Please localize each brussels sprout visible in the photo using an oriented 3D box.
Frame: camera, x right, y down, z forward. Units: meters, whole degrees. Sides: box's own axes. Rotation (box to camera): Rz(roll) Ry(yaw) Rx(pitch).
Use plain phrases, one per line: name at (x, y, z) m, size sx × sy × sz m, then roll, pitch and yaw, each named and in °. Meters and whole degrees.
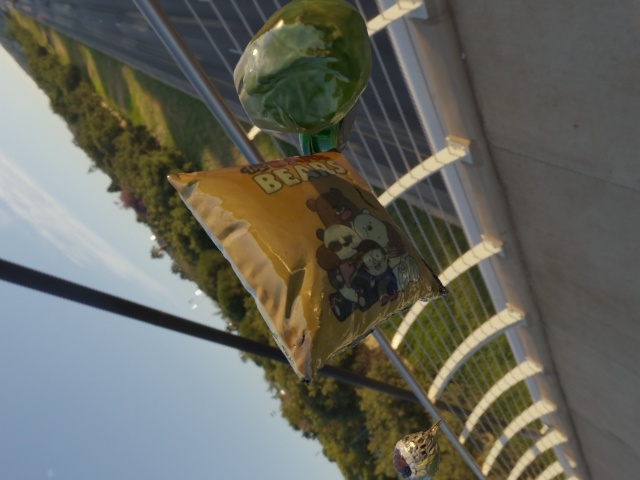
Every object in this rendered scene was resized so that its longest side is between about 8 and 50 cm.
brussels sprout at (-0.019, -0.218, 0.608) m, size 0.143 × 0.180 × 0.162 m, roll -20°, pitch -78°, yaw -63°

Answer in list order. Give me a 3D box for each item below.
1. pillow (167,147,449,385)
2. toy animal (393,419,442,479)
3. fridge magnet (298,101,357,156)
pillow at (0.000, 0.000, 0.664) m, size 0.312 × 0.310 × 0.119 m, roll 54°, pitch 138°, yaw 17°
toy animal at (0.205, 0.435, 1.011) m, size 0.098 × 0.137 × 0.098 m, roll 16°, pitch 159°, yaw 6°
fridge magnet at (0.013, -0.235, 0.860) m, size 0.088 × 0.208 × 0.208 m, roll 13°, pitch 160°, yaw 11°
